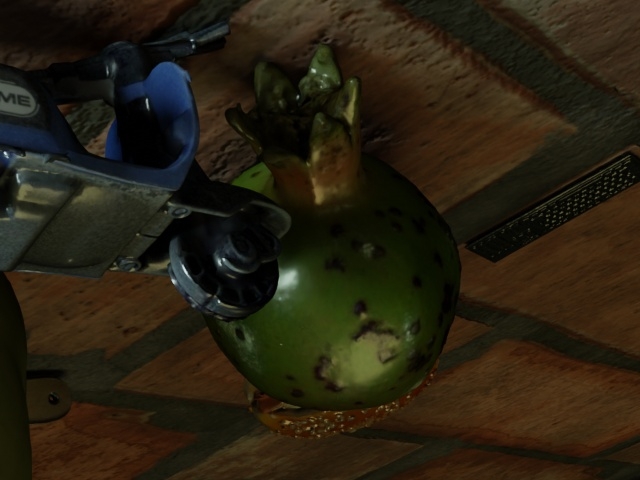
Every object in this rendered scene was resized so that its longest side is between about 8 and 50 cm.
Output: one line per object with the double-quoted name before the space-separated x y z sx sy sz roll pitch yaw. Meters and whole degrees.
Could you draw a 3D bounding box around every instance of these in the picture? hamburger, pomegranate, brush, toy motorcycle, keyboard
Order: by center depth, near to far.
"toy motorcycle" -0.173 -0.063 0.650 0.358 0.213 0.125 11 143 -36
"pomegranate" 0.006 0.015 0.860 0.231 0.231 0.286 -13 154 -5
"brush" -0.425 0.180 1.130 0.327 0.070 0.065 -2 168 -29
"keyboard" 0.251 -0.031 1.147 0.202 0.011 0.067 -32 148 28
"hamburger" 0.019 0.143 1.203 0.236 0.147 0.237 -12 156 -6

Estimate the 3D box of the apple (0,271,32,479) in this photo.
"apple" -0.398 0.165 0.702 0.473 0.474 0.474 -13 153 -7
